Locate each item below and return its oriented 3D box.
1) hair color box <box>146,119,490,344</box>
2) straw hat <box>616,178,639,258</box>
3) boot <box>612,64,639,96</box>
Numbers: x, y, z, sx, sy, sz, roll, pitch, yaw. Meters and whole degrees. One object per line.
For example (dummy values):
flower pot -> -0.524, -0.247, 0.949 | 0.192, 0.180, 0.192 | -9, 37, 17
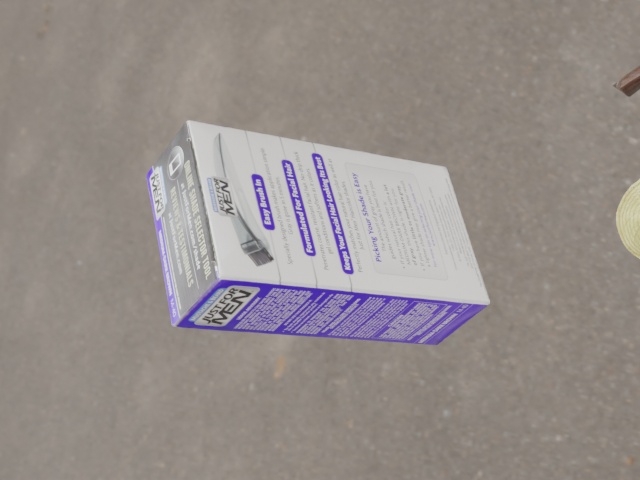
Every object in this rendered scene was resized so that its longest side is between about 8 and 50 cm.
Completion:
hair color box -> 0.000, 0.000, 1.225 | 0.110, 0.338, 0.185 | -44, 49, 42
straw hat -> 0.420, -0.017, 1.365 | 0.144, 0.144, 0.061 | -54, 0, 25
boot -> 0.450, -0.237, 1.604 | 0.114, 0.106, 0.037 | -32, 74, 27
